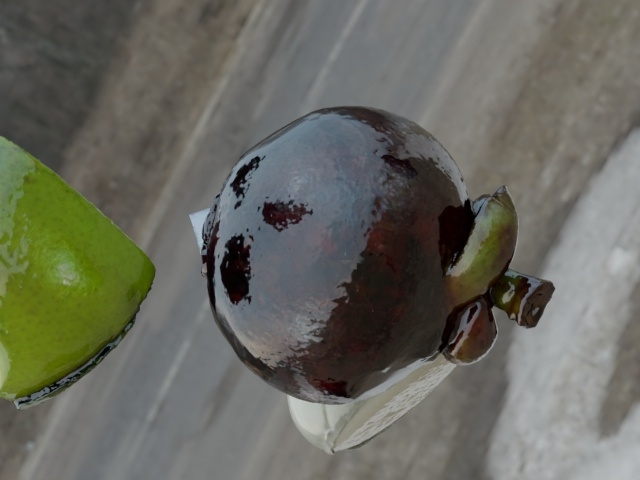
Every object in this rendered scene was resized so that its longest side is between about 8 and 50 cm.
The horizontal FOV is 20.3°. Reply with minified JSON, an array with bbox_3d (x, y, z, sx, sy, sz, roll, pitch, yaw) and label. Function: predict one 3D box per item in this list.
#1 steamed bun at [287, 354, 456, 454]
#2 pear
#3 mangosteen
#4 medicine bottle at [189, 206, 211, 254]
[{"bbox_3d":[0.055,0.119,1.916,0.228,0.130,0.177,-47,-20,23],"label":"steamed bun"},{"bbox_3d":[-0.323,0.013,1.610,0.159,0.292,0.292,-55,10,-28],"label":"pear"},{"bbox_3d":[0.043,0.016,1.343,0.228,0.265,0.228,10,-90,-85],"label":"mangosteen"},{"bbox_3d":[0.000,0.000,1.692,0.139,0.225,0.139,163,90,-86],"label":"medicine bottle"}]
